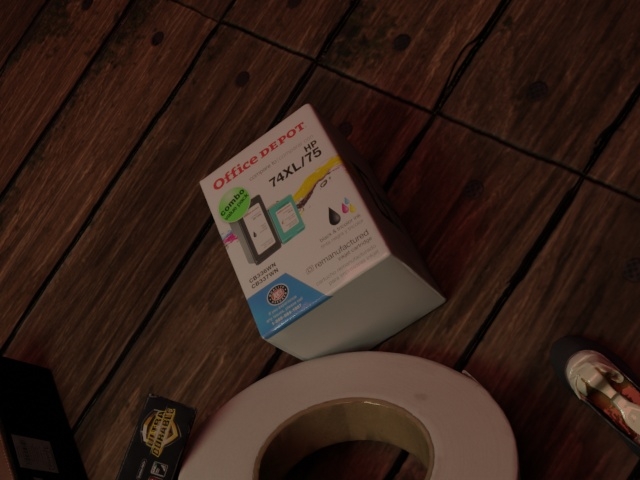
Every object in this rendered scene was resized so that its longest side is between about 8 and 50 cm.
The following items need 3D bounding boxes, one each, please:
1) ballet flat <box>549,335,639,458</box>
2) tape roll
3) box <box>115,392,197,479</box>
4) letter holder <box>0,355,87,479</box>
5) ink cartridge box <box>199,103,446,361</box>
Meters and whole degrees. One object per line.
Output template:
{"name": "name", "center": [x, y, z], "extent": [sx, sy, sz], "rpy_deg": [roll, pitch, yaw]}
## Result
{"name": "ballet flat", "center": [0.337, 0.176, 0.974], "extent": [0.074, 0.074, 0.203], "rpy_deg": [-45, 55, 6]}
{"name": "tape roll", "center": [0.033, 0.273, 0.976], "extent": [0.392, 0.072, 0.392], "rpy_deg": [-8, 30, 5]}
{"name": "box", "center": [-0.245, 0.376, 1.063], "extent": [0.073, 0.295, 0.293], "rpy_deg": [19, 58, -5]}
{"name": "letter holder", "center": [-0.512, 0.365, 1.333], "extent": [0.214, 0.152, 0.301], "rpy_deg": [-40, 56, 12]}
{"name": "ink cartridge box", "center": [0.000, 0.000, 1.163], "extent": [0.198, 0.197, 0.270], "rpy_deg": [-35, 56, 12]}
